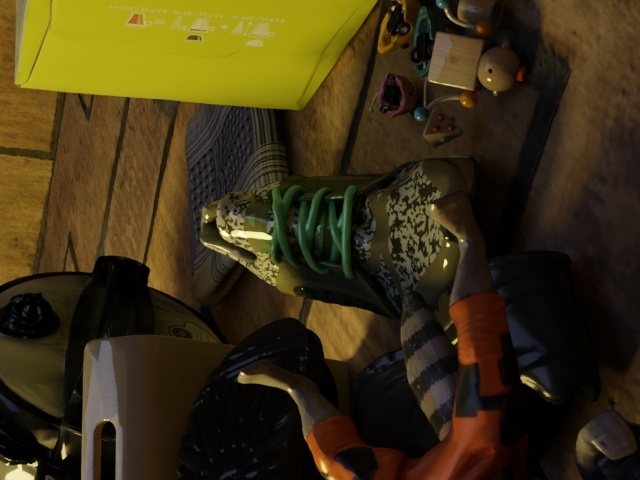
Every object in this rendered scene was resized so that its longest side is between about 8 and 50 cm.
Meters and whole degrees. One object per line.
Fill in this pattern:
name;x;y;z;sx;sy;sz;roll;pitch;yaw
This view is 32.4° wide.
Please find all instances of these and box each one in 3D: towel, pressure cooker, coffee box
towel;-0.127;-0.100;1.474;0.324;0.056;0.312;130;138;-55
pressure cooker;-0.297;0.237;1.389;0.370;0.375;0.420;36;120;30
coffee box;-0.135;-0.360;1.143;0.338;0.338;0.334;135;134;-64

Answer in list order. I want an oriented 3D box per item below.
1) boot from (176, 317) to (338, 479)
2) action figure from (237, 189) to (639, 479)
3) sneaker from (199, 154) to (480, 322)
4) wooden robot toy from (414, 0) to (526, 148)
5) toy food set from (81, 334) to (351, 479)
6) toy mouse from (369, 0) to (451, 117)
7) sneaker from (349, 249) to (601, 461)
boot;0.000;0.265;0.934;0.131;0.260;0.348;-21;43;30
action figure;0.145;0.133;0.663;0.341;0.178;0.330;-37;70;10
sneaker;0.000;0.000;1.004;0.410;0.182;0.158;173;101;-66
wooden robot toy;0.136;-0.151;0.894;0.079;0.076;0.173;19;106;30
toy food set;-0.083;0.216;1.034;0.092;0.306;0.219;-19;67;43
toy mouse;0.088;-0.160;1.015;0.143;0.031;0.161;-109;32;-43
sneaker;0.110;0.127;0.839;0.286;0.109;0.130;121;138;-50
